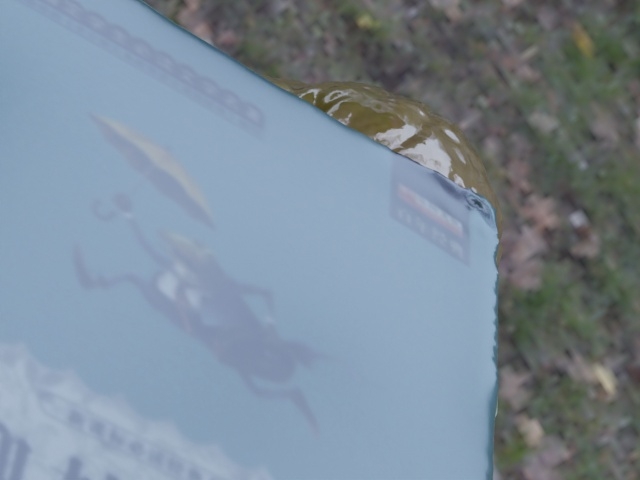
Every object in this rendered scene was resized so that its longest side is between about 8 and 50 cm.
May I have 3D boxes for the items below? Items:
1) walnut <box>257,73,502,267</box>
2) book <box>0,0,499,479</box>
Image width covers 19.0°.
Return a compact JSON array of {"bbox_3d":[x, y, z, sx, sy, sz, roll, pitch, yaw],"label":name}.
[{"bbox_3d":[0.000,0.000,1.178,0.228,0.228,0.228,39,31,-30],"label":"walnut"},{"bbox_3d":[-0.056,0.063,0.576,0.264,0.031,0.379,29,39,-20],"label":"book"}]
